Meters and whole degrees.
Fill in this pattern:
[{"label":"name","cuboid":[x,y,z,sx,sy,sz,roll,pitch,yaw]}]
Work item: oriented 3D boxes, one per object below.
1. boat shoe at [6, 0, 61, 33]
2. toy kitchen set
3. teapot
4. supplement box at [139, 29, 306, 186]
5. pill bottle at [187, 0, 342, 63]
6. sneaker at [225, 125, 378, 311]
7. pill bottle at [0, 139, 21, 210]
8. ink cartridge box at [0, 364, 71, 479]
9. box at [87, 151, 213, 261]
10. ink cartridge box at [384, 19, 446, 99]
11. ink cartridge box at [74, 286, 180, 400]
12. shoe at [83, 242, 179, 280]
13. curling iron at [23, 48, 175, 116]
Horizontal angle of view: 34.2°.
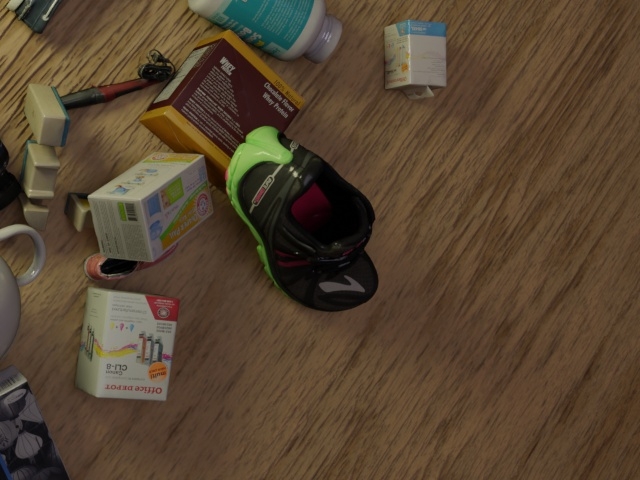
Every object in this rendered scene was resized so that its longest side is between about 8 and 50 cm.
[{"label":"boat shoe","cuboid":[-0.405,-0.450,1.707,0.079,0.095,0.254,43,73,-21]},{"label":"toy kitchen set","cuboid":[-0.403,-0.131,1.704,0.166,0.122,0.207,3,121,-30]},{"label":"teapot","cuboid":[-0.550,0.116,1.587,0.187,0.256,0.253,50,25,-58]},{"label":"supplement box","cuboid":[-0.171,-0.227,1.822,0.191,0.129,0.194,41,72,-24]},{"label":"pill bottle","cuboid":[-0.092,-0.415,1.853,0.264,0.146,0.146,25,79,-26]},{"label":"sneaker","cuboid":[0.000,0.000,1.822,0.185,0.202,0.483,-56,144,-15]},{"label":"pill bottle","cuboid":[-0.560,-0.145,1.601,0.123,0.123,0.219,-41,122,-22]},{"label":"ink cartridge box","cuboid":[-0.488,0.367,1.625,0.165,0.065,0.333,-31,130,-25]},{"label":"box","cuboid":[-0.275,-0.059,1.719,0.203,0.103,0.114,-47,136,-54]},{"label":"ink cartridge box","cuboid":[0.186,-0.351,2.039,0.090,0.092,0.143,-1,91,-29]},{"label":"ink cartridge box","cuboid":[-0.325,0.174,1.744,0.128,0.127,0.176,8,88,-29]},{"label":"shoe","cuboid":[-0.311,0.026,1.775,0.178,0.081,0.063,-21,101,-27]},{"label":"curling iron","cuboid":[-0.372,-0.260,1.759,0.274,0.035,0.068,-23,139,-23]}]
